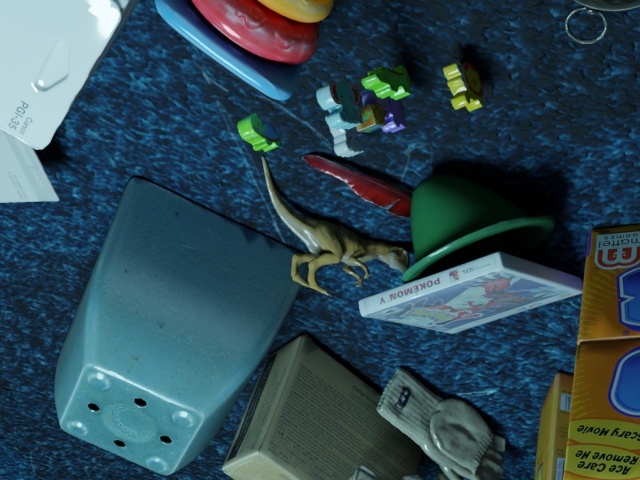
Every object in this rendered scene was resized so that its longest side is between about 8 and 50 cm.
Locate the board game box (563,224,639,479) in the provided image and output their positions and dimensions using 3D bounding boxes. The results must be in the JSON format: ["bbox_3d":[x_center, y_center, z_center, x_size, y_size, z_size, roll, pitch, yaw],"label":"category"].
[{"bbox_3d":[0.477,0.216,1.253,0.356,0.356,0.356,-6,130,22],"label":"board game box"}]

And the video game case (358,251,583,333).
[{"bbox_3d":[0.173,0.064,1.363,0.183,0.023,0.201,-21,158,32],"label":"video game case"}]

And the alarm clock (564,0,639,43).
[{"bbox_3d":[0.260,-0.259,1.085,0.129,0.064,0.192,15,132,4],"label":"alarm clock"}]

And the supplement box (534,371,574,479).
[{"bbox_3d":[0.301,0.273,1.446,0.080,0.233,0.078,15,135,4],"label":"supplement box"}]

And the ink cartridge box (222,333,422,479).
[{"bbox_3d":[0.011,0.270,1.564,0.234,0.193,0.088,39,136,-18],"label":"ink cartridge box"}]

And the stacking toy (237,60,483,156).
[{"bbox_3d":[0.042,-0.134,1.190,0.167,0.221,0.052,-19,81,32],"label":"stacking toy"}]

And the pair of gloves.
[{"bbox_3d":[0.136,0.307,1.534,0.204,0.240,0.042,30,148,-12],"label":"pair of gloves"}]

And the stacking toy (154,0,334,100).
[{"bbox_3d":[-0.007,-0.293,1.096,0.166,0.175,0.302,36,121,-14],"label":"stacking toy"}]

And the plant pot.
[{"bbox_3d":[-0.191,0.129,1.458,0.248,0.252,0.247,26,135,-6],"label":"plant pot"}]

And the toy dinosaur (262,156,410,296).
[{"bbox_3d":[0.000,0.000,1.419,0.211,0.112,0.064,26,176,-7],"label":"toy dinosaur"}]

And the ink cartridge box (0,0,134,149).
[{"bbox_3d":[-0.213,-0.251,1.089,0.117,0.283,0.207,31,133,-12],"label":"ink cartridge box"}]

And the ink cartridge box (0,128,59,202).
[{"bbox_3d":[-0.458,-0.168,1.397,0.261,0.066,0.296,-2,131,19],"label":"ink cartridge box"}]

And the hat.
[{"bbox_3d":[0.133,-0.063,1.334,0.208,0.183,0.173,-10,160,-33],"label":"hat"}]
